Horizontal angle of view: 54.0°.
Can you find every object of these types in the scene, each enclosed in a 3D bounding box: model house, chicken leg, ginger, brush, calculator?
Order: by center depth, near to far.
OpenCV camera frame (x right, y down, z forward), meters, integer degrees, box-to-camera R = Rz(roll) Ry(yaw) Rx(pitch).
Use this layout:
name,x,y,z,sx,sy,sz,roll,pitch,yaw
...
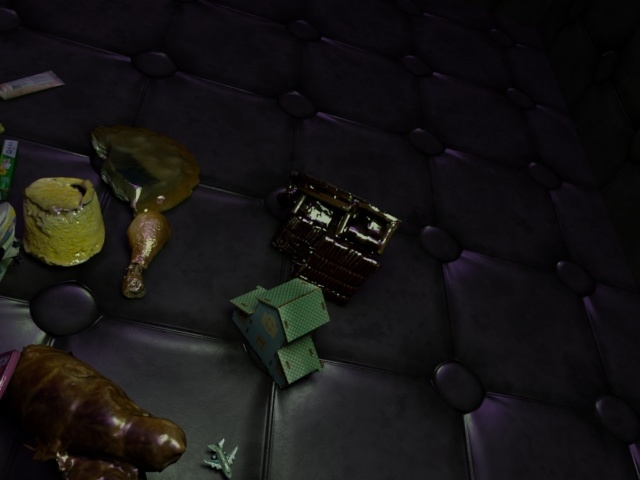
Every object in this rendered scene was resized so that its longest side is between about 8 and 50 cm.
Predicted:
name,x,y,z,sx,sy,sz,roll,pitch,yaw
ginger,-0.459,0.364,1.182,0.418,0.176,0.254,30,85,21
calculator,-0.647,0.283,1.192,0.034,0.190,0.127,47,35,-36
brush,-0.736,0.055,1.441,0.033,0.030,0.179,10,47,-2
model house,-0.074,0.187,1.489,0.178,0.206,0.271,-19,60,-35
chicken leg,-0.439,0.030,1.557,0.107,0.087,0.252,7,54,-3
model house,0.000,0.000,1.668,0.317,0.297,0.283,28,89,-5

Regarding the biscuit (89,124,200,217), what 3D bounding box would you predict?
name,x,y,z,sx,sy,sz,roll,pitch,yaw
biscuit,-0.507,-0.212,1.744,0.335,0.078,0.329,29,41,0

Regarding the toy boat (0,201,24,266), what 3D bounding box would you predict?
name,x,y,z,sx,sy,sz,roll,pitch,yaw
toy boat,-0.724,0.039,1.349,0.140,0.141,0.270,24,44,-3

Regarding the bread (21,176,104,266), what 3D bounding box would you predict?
name,x,y,z,sx,sy,sz,roll,pitch,yaw
bread,-0.610,-0.048,1.490,0.197,0.171,0.197,6,40,-5

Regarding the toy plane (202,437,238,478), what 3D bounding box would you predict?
name,x,y,z,sx,sy,sz,roll,pitch,yaw
toy plane,-0.206,0.459,1.315,0.080,0.033,0.083,-12,64,-32

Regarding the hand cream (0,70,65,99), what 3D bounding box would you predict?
name,x,y,z,sx,sy,sz,roll,pitch,yaw
hand cream,-0.853,-0.452,1.828,0.067,0.043,0.209,42,42,12

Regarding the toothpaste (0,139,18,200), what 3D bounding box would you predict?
name,x,y,z,sx,sy,sz,roll,pitch,yaw
toothpaste,-0.804,-0.181,1.607,0.037,0.043,0.179,3,50,-18

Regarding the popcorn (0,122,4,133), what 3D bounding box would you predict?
name,x,y,z,sx,sy,sz,roll,pitch,yaw
popcorn,-0.912,-0.301,1.611,0.173,0.142,0.174,0,67,0
